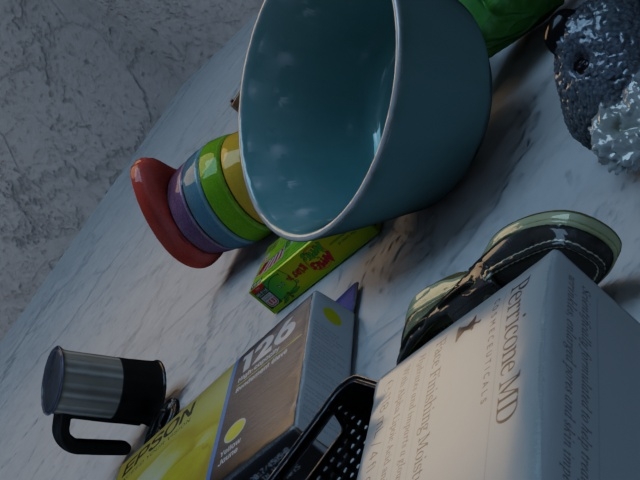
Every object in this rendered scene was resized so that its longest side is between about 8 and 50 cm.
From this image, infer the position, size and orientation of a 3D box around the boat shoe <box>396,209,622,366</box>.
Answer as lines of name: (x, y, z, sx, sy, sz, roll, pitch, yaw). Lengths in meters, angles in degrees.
boat shoe: (0.126, 0.052, 0.863, 0.223, 0.080, 0.073, -37, 24, 54)

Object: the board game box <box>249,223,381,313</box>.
board game box: (0.000, 0.000, 1.393, 0.181, 0.043, 0.092, -39, 18, 34)

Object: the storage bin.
storage bin: (0.043, 0.167, 0.793, 0.122, 0.084, 0.180, -52, 16, -12)

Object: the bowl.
bowl: (0.057, -0.147, 1.230, 0.311, 0.163, 0.312, -14, 74, 58)

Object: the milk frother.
milk frother: (-0.249, 0.191, 1.455, 0.143, 0.134, 0.129, -32, 53, 55)

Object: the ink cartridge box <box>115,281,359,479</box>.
ink cartridge box: (-0.093, 0.187, 1.160, 0.303, 0.072, 0.307, -43, 18, 22)

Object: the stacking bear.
stacking bear: (-0.087, -0.089, 1.653, 0.289, 0.175, 0.164, -28, 69, 29)

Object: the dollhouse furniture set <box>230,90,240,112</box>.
dollhouse furniture set: (-0.099, -0.151, 1.873, 0.184, 0.129, 0.129, -51, 15, -8)

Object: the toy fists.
toy fists: (0.142, -0.230, 1.378, 0.142, 0.096, 0.279, -37, 6, -36)

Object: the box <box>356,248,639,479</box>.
box: (0.110, 0.136, 0.490, 0.119, 0.182, 0.181, -40, 17, 31)

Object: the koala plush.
koala plush: (0.250, -0.157, 0.897, 0.196, 0.203, 0.221, -87, 19, -80)
